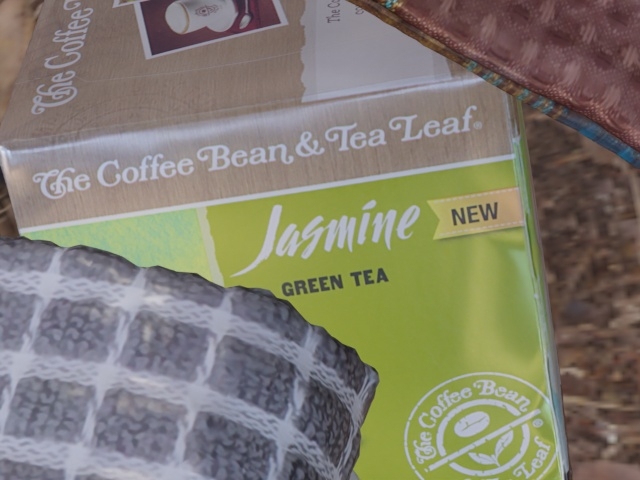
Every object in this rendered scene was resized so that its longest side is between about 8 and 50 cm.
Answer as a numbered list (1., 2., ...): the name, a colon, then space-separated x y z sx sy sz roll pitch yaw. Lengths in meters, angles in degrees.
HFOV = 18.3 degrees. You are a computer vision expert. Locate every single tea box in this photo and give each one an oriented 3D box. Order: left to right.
1. tea box: 0.000 0.000 0.991 0.220 0.329 0.324 -9 120 6

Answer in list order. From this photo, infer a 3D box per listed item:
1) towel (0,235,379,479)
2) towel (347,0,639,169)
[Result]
1. towel: -0.145 0.108 0.378 0.283 0.121 0.235 4 51 15
2. towel: 0.122 -0.219 0.641 0.271 0.040 0.370 27 79 -15
